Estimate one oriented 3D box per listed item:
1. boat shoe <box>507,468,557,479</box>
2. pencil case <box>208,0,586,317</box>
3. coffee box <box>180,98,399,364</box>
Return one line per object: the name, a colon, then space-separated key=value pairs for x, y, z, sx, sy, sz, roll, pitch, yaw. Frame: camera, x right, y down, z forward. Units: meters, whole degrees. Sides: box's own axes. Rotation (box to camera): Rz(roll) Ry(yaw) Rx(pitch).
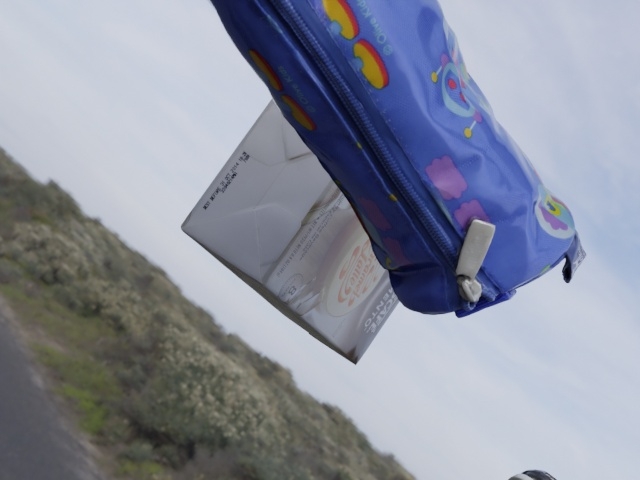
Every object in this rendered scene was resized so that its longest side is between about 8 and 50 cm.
boat shoe: x=0.128 y=0.156 z=0.497 sx=0.046 sy=0.038 sz=0.125 roll=35 pitch=-26 yaw=53
pencil case: x=0.032 y=-0.086 z=0.527 sx=0.306 sy=0.119 sz=0.133 roll=55 pitch=19 yaw=-26
coffee box: x=0.000 y=0.000 z=0.844 sx=0.098 sy=0.141 sz=0.246 roll=32 pitch=-7 yaw=27
